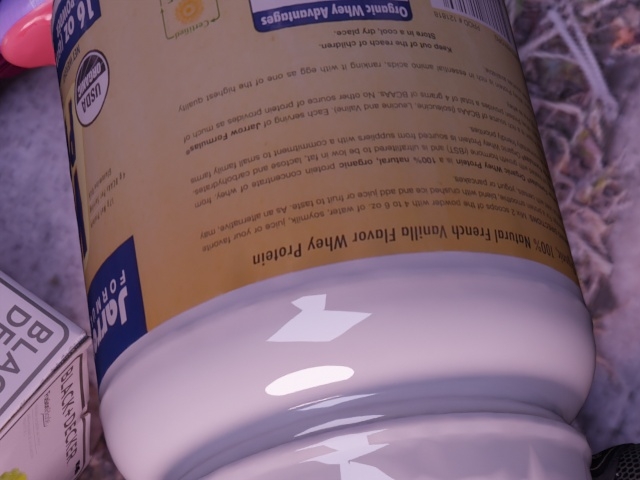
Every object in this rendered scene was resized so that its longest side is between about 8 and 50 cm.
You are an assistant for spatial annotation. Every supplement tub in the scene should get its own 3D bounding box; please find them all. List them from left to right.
[{"bbox_3d":[0.000,0.000,0.799,0.228,0.228,0.316,-14,64,7],"label":"supplement tub"}]

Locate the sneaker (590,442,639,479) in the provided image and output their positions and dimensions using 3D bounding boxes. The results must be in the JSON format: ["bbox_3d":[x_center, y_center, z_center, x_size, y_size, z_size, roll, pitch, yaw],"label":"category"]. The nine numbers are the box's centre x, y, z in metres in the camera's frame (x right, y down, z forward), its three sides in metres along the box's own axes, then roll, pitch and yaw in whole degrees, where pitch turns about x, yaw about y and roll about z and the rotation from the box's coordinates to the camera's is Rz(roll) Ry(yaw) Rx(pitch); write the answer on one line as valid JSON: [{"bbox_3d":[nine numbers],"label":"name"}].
[{"bbox_3d":[0.146,0.214,0.824,0.130,0.087,0.227,-12,73,10],"label":"sneaker"}]

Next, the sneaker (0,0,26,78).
[{"bbox_3d":[-0.225,-0.123,0.957,0.111,0.103,0.252,31,84,14],"label":"sneaker"}]

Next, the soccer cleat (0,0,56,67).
[{"bbox_3d":[-0.090,-0.186,0.939,0.248,0.083,0.095,-39,77,-16],"label":"soccer cleat"}]

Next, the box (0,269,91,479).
[{"bbox_3d":[-0.256,0.033,0.876,0.290,0.169,0.087,34,62,10],"label":"box"}]
